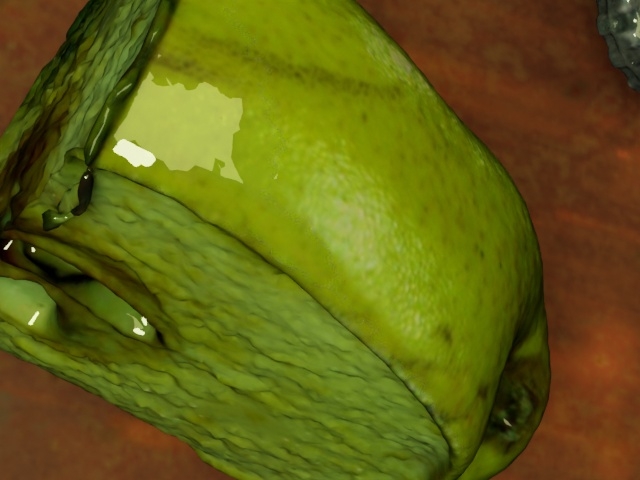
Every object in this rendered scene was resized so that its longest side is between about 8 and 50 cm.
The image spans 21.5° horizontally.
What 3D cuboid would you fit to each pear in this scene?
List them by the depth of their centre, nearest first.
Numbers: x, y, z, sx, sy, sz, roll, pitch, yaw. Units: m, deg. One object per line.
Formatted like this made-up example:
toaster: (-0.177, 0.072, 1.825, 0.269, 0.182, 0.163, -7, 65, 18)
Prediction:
pear: (0.000, 0.000, 0.682, 0.255, 0.238, 0.164, 32, 63, -13)

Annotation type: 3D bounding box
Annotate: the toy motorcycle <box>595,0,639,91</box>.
toy motorcycle: (0.274, -0.152, 0.884, 0.327, 0.143, 0.188, 3, 78, -30)
